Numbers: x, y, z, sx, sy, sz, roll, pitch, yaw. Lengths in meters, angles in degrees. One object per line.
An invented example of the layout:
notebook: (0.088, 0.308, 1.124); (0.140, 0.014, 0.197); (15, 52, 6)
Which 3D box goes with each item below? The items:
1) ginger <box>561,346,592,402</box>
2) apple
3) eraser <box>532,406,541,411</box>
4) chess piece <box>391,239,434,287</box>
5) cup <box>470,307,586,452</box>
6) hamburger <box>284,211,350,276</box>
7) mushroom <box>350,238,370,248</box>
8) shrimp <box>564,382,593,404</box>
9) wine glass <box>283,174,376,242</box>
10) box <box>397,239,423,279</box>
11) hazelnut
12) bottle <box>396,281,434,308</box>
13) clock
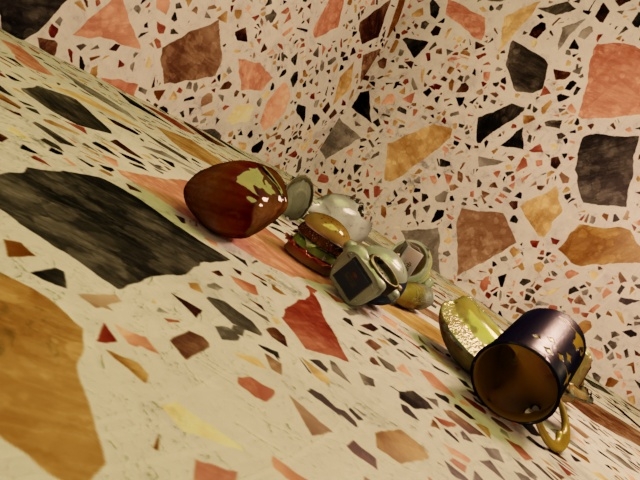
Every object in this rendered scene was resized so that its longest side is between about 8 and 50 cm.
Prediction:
ginger: (0.761, 0.406, 1.741); (0.123, 0.193, 0.115); (26, 16, -34)
apple: (0.371, 0.255, 1.416); (0.193, 0.120, 0.265); (4, 35, -38)
eraser: (0.586, 0.392, 1.578); (0.111, 0.077, 0.352); (32, 8, 20)
chess piece: (0.380, 0.115, 2.343); (0.176, 0.175, 0.298); (35, -5, 23)
cup: (0.454, 0.294, 1.236); (0.179, 0.254, 0.256); (10, 17, 36)
hamburger: (0.003, 0.002, 1.496); (0.175, 0.136, 0.175); (35, 8, -6)
mushroom: (0.143, 0.066, 1.812); (0.247, 0.108, 0.096); (39, -31, 28)
shrimp: (0.626, 0.347, 1.516); (0.233, 0.071, 0.365); (46, 14, 33)
wine glass: (0.030, -0.101, 2.102); (0.357, 0.190, 0.190); (19, 14, -39)
box: (0.297, 0.085, 2.074); (0.067, 0.155, 0.243); (34, 9, 2)
hazelnut: (-0.182, -0.096, 1.230); (0.180, 0.181, 0.212); (53, 20, 4)
bottle: (0.248, 0.159, 1.687); (0.083, 0.083, 0.270); (38, 14, 35)
clock: (0.123, 0.084, 1.418); (0.199, 0.146, 0.243); (51, 17, 18)
